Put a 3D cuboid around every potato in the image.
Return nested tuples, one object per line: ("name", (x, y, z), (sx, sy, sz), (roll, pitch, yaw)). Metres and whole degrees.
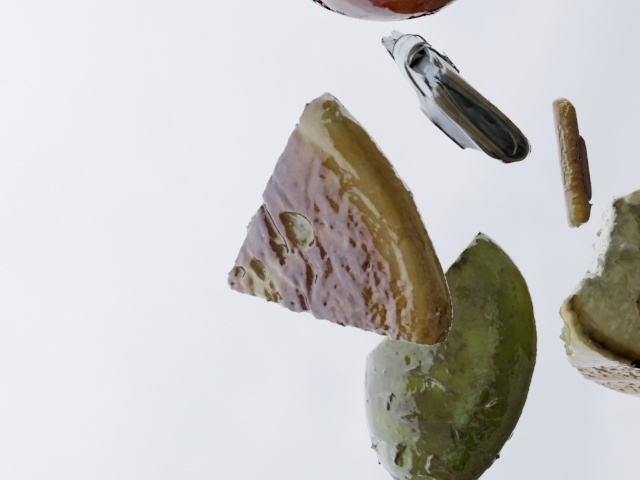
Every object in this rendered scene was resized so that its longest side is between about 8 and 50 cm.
("potato", (0.137, 0.131, 1.160), (0.141, 0.176, 0.298), (-43, -31, -72))

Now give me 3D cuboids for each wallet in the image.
("wallet", (0.149, -0.174, 1.324), (0.069, 0.231, 0.170), (-46, -66, 5))

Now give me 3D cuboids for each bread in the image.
("bread", (0.008, -0.019, 0.632), (0.054, 0.154, 0.136), (-32, -58, -49))
("bread", (0.354, 0.063, 1.070), (0.224, 0.211, 0.184), (58, -128, -71))

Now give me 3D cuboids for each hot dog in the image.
("hot dog", (0.407, -0.126, 1.761), (0.066, 0.047, 0.216), (41, -137, -70))

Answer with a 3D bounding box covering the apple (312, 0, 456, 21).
("apple", (0.064, -0.337, 1.017), (0.206, 0.251, 0.272), (88, -163, -47))
